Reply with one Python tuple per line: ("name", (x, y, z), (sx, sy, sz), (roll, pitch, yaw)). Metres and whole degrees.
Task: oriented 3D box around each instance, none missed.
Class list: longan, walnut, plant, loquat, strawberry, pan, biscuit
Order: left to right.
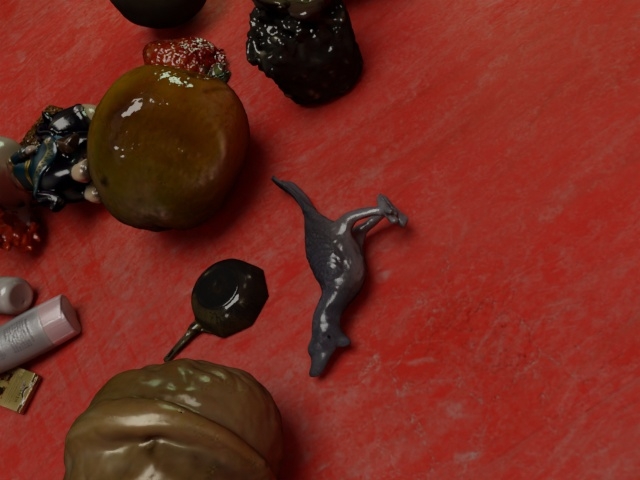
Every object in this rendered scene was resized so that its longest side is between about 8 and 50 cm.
("biscuit", (-0.645, -0.205, 1.539), (0.131, 0.026, 0.236), (18, 71, 37))
("longan", (-0.346, -0.576, 1.475), (0.248, 0.248, 0.248), (-14, 57, 22))
("loquat", (-0.256, -0.155, 1.161), (0.276, 0.276, 0.283), (8, 92, 32))
("strawberry", (-0.303, -0.368, 1.397), (0.236, 0.107, 0.175), (13, 69, 34))
("walnut", (-0.179, 0.286, 0.845), (0.285, 0.285, 0.296), (-9, 37, 24))
("pan", (-0.170, 0.116, 1.073), (0.128, 0.048, 0.202), (17, 72, 34))
("plant", (-0.030, -0.355, 1.167), (0.204, 0.234, 0.178), (-21, 60, 10))

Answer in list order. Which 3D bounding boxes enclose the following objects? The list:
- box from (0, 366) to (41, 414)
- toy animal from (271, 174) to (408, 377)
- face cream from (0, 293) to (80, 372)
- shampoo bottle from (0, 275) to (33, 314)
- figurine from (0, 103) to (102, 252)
("box", (-0.567, 0.261, 1.224), (0.149, 0.020, 0.073), (9, 66, 33))
("toy animal", (0.031, -0.003, 1.008), (0.206, 0.081, 0.367), (-30, 51, 24))
("face cream", (-0.531, 0.175, 1.215), (0.198, 0.057, 0.084), (-27, 76, 0))
("shampoo bottle", (-0.648, 0.104, 1.326), (0.192, 0.074, 0.074), (2, 63, 29))
("figurine", (-0.585, -0.141, 1.361), (0.412, 0.241, 0.306), (-25, 61, 2))
